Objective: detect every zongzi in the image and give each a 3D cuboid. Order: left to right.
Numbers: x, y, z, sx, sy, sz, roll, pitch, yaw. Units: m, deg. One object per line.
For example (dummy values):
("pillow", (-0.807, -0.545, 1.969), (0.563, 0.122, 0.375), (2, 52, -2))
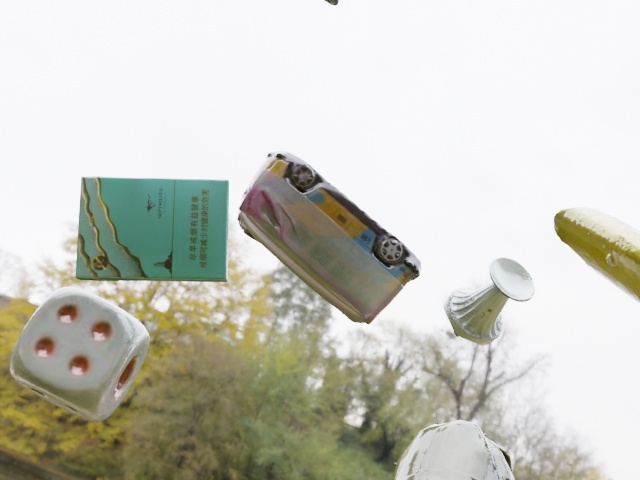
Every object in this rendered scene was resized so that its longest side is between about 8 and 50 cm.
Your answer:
("zongzi", (0.156, 0.341, 0.756), (0.125, 0.251, 0.274), (-23, -72, 34))

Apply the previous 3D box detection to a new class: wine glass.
("wine glass", (0.418, 0.146, 1.904), (0.165, 0.165, 0.196), (24, -43, -7))

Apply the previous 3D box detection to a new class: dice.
("dice", (-0.442, 0.212, 1.431), (0.192, 0.193, 0.194), (25, -23, 2))

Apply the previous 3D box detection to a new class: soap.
("soap", (0.651, 0.071, 1.507), (0.306, 0.115, 0.427), (42, 6, -29))

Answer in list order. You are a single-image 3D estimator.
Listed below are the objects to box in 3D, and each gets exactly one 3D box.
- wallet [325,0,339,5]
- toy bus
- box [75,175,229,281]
("wallet", (-0.068, -0.719, 1.815), (0.237, 0.075, 0.342), (53, 6, 27))
("toy bus", (0.000, 0.000, 1.543), (0.386, 0.162, 0.171), (41, -20, 0))
("box", (-0.258, -0.017, 1.200), (0.229, 0.162, 0.041), (1, -11, -5))
